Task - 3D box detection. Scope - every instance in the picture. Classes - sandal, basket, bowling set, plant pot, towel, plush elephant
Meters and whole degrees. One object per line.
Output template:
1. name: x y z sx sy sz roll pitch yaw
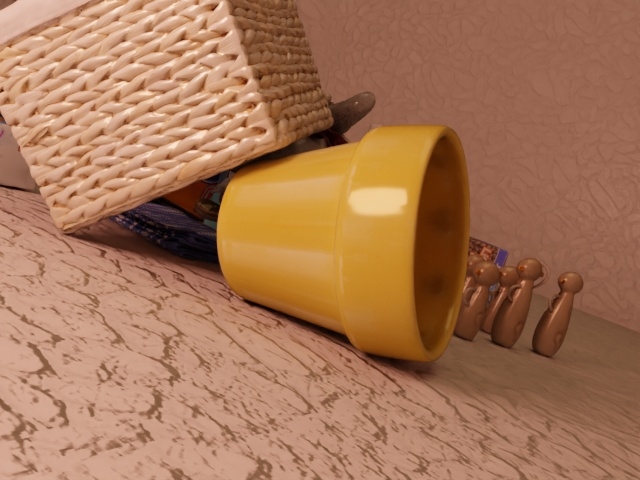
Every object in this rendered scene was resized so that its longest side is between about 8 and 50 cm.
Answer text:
1. sandal: -0.162 -0.028 1.399 0.180 0.049 0.072 19 18 -50
2. basket: -0.185 -0.205 0.992 0.331 0.266 0.328 -21 7 17
3. bowling set: 0.287 0.082 1.331 0.287 0.154 0.200 16 6 -41
4. plant pot: 0.025 -0.003 0.877 0.239 0.254 0.254 4 -1 22
5. towel: -0.224 -0.026 1.221 0.336 0.040 0.243 23 5 40
6. plush elephant: -0.015 -0.175 1.346 0.330 0.255 0.272 -13 -59 48

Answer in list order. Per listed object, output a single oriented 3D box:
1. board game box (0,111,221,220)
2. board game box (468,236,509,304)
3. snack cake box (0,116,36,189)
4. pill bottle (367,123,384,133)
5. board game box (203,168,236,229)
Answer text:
1. board game box: -0.352 -0.300 1.506 0.357 0.356 0.356 23 -7 33
2. board game box: 0.266 0.032 1.886 0.291 0.141 0.232 19 5 -8
3. snack cake box: -0.549 -0.161 1.146 0.264 0.089 0.152 22 4 30
4. pill bottle: 0.116 -0.086 1.655 0.169 0.301 0.169 19 5 -2
5. board game box: -0.083 -0.127 1.615 0.079 0.253 0.336 22 5 25
